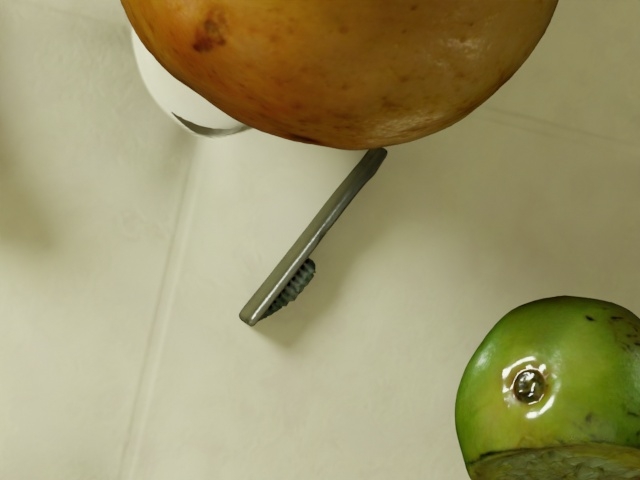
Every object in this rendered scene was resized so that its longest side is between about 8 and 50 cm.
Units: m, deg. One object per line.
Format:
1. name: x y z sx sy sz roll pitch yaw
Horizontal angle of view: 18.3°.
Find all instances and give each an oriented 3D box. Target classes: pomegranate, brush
1. pomegranate: 0.041 -0.259 1.528 0.410 0.410 0.410 -1 93 -15
2. brush: 0.000 0.000 1.691 0.027 0.034 0.190 40 82 -23
3. pomegranate: 0.234 0.132 1.686 0.241 0.190 0.159 10 65 -14
